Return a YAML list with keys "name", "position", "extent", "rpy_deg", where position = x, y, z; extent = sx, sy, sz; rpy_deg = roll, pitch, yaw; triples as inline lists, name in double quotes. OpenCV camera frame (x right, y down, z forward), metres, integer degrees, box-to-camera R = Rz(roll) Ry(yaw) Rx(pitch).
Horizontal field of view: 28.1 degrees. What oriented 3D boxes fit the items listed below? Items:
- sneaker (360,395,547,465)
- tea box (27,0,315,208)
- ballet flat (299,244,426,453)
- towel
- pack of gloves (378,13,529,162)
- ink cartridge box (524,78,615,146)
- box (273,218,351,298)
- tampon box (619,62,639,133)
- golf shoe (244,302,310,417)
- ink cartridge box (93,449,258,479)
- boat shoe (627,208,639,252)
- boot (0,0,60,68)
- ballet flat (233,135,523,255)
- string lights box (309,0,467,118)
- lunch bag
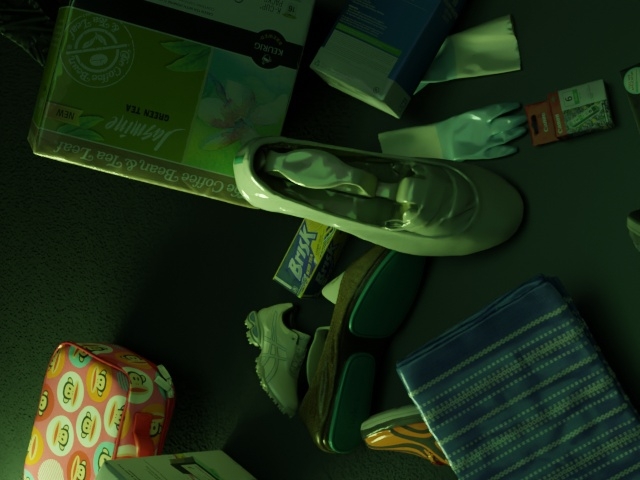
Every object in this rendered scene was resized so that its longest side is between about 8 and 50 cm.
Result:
- name: "sneaker"
  position: [0.206, 0.298, 1.701]
  extent: [0.321, 0.124, 0.180]
  rpy_deg: [-10, 81, 28]
- name: "tea box"
  position: [-0.218, -0.245, 1.828]
  extent: [0.220, 0.329, 0.324]
  rpy_deg: [-146, 70, -72]
- name: "ballet flat"
  position: [0.044, 0.132, 1.825]
  extent: [0.124, 0.116, 0.342]
  rpy_deg: [26, 104, 47]
- name: "towel"
  position: [0.273, 0.239, 1.611]
  extent: [0.243, 0.040, 0.336]
  rpy_deg: [-32, 83, 11]
- name: "pack of gloves"
  position: [0.172, -0.196, 1.798]
  extent: [0.232, 0.046, 0.195]
  rpy_deg: [-14, 79, 28]
- name: "ink cartridge box"
  position: [0.331, -0.170, 1.712]
  extent: [0.115, 0.029, 0.063]
  rpy_deg: [-14, 80, 21]
- name: "box"
  position: [0.000, 0.000, 1.875]
  extent: [0.059, 0.054, 0.169]
  rpy_deg: [33, 103, 27]
- name: "tampon box"
  position: [0.477, -0.179, 1.596]
  extent: [0.161, 0.101, 0.120]
  rpy_deg: [-22, 76, 26]
- name: "golf shoe"
  position: [-0.051, 0.169, 1.873]
  extent: [0.086, 0.069, 0.176]
  rpy_deg: [-26, 62, 14]
- name: "ink cartridge box"
  position: [-0.229, 0.421, 1.847]
  extent: [0.117, 0.278, 0.201]
  rpy_deg: [35, 103, 29]
- name: "boat shoe"
  position: [0.489, 0.061, 1.545]
  extent: [0.320, 0.118, 0.103]
  rpy_deg: [40, 129, 40]
- name: "boot"
  position: [-0.403, -0.335, 2.030]
  extent: [0.246, 0.207, 0.094]
  rpy_deg: [45, 108, 18]
- name: "ballet flat"
  position: [0.077, -0.064, 1.701]
  extent: [0.400, 0.139, 0.139]
  rpy_deg: [11, 92, 1]
- name: "string lights box"
  position: [0.112, -0.318, 1.791]
  extent: [0.133, 0.077, 0.260]
  rpy_deg: [30, 88, 28]
- name: "lunch bag"
  position: [-0.333, 0.314, 1.966]
  extent: [0.258, 0.120, 0.293]
  rpy_deg: [19, 97, 46]
